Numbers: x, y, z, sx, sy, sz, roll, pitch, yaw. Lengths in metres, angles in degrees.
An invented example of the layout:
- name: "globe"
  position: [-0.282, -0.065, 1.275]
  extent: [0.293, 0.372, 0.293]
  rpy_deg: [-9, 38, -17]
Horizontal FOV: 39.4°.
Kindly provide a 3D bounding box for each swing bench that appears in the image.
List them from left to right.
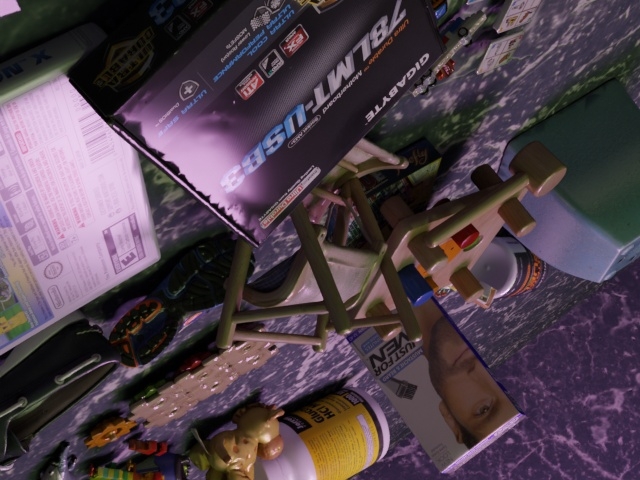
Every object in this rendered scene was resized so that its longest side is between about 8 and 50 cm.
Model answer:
- name: "swing bench"
  position: [0.000, 0.000, 1.079]
  extent: [0.165, 0.254, 0.253]
  rpy_deg: [-9, 168, 25]

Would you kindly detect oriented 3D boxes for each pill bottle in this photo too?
- name: "pill bottle"
  position: [-0.021, 0.467, 1.993]
  extent: [0.334, 0.188, 0.188]
  rpy_deg: [-19, 152, -38]
- name: "pill bottle"
  position: [0.395, 0.052, 1.866]
  extent: [0.130, 0.130, 0.246]
  rpy_deg: [-48, 156, 25]

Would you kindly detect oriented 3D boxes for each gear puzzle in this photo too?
- name: "gear puzzle"
  position: [-0.227, 0.233, 1.429]
  extent: [0.339, 0.044, 0.175]
  rpy_deg: [-32, 159, -5]

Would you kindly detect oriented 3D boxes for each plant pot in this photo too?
- name: "plant pot"
  position: [0.483, -0.078, 1.577]
  extent: [0.247, 0.252, 0.248]
  rpy_deg: [-32, 158, -14]

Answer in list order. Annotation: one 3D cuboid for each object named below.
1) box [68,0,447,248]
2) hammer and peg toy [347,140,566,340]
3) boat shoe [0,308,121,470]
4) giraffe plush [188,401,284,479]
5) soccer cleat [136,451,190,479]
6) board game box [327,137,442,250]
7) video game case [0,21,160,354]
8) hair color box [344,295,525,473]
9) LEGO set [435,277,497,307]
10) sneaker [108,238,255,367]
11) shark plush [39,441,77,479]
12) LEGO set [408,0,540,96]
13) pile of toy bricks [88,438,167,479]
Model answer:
- name: "box"
  position: [-0.032, -0.160, 0.812]
  extent: [0.295, 0.073, 0.293]
  rpy_deg: [-45, 151, -2]
- name: "hammer and peg toy"
  position: [0.183, -0.013, 1.313]
  extent: [0.266, 0.127, 0.361]
  rpy_deg: [-20, 153, -31]
- name: "boat shoe"
  position: [-0.363, 0.208, 1.020]
  extent: [0.302, 0.091, 0.114]
  rpy_deg: [-45, 165, -12]
- name: "giraffe plush"
  position: [-0.148, 0.401, 1.758]
  extent: [0.170, 0.181, 0.210]
  rpy_deg: [-35, 126, -32]
- name: "soccer cleat"
  position: [-0.313, 0.473, 1.740]
  extent: [0.121, 0.093, 0.289]
  rpy_deg: [-2, 154, -8]
- name: "board game box"
  position: [0.088, -0.038, 1.348]
  extent: [0.165, 0.042, 0.243]
  rpy_deg: [-30, 157, -18]
- name: "video game case"
  position: [-0.295, -0.005, 0.796]
  extent: [0.300, 0.036, 0.329]
  rpy_deg: [-33, 154, -21]
- name: "hair color box"
  position: [0.211, 0.251, 1.706]
  extent: [0.185, 0.339, 0.110]
  rpy_deg: [-39, 159, 5]
- name: "LEGO set"
  position: [0.154, 0.074, 1.550]
  extent: [0.287, 0.132, 0.107]
  rpy_deg: [2, 147, -25]
- name: "sneaker"
  position: [-0.179, 0.073, 1.143]
  extent: [0.221, 0.083, 0.087]
  rpy_deg: [-37, -174, -15]
- name: "shark plush"
  position: [-0.418, 0.367, 1.427]
  extent: [0.067, 0.073, 0.161]
  rpy_deg: [-43, 146, -44]
- name: "LEGO set"
  position: [0.177, -0.266, 1.051]
  extent: [0.244, 0.060, 0.182]
  rpy_deg: [-28, 152, -39]
- name: "pile of toy bricks"
  position: [-0.349, 0.404, 1.527]
  extent: [0.105, 0.118, 0.212]
  rpy_deg: [16, 147, -29]
